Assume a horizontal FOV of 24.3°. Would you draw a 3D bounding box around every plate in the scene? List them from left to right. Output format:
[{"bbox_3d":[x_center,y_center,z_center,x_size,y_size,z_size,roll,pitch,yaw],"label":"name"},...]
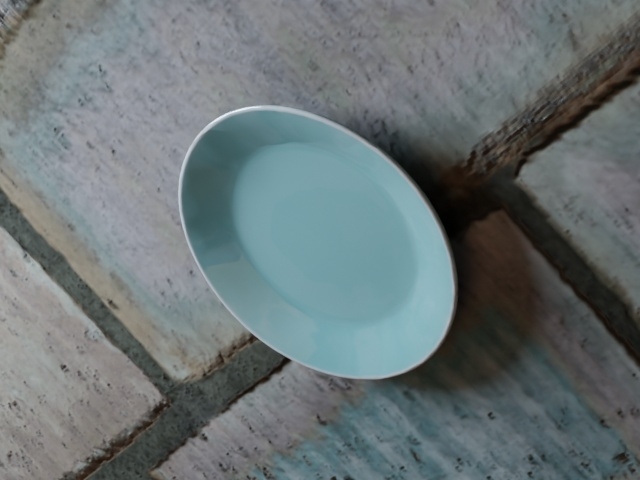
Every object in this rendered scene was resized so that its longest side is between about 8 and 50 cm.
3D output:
[{"bbox_3d":[0.000,0.000,0.872,0.188,0.024,0.188,19,131,24],"label":"plate"}]
